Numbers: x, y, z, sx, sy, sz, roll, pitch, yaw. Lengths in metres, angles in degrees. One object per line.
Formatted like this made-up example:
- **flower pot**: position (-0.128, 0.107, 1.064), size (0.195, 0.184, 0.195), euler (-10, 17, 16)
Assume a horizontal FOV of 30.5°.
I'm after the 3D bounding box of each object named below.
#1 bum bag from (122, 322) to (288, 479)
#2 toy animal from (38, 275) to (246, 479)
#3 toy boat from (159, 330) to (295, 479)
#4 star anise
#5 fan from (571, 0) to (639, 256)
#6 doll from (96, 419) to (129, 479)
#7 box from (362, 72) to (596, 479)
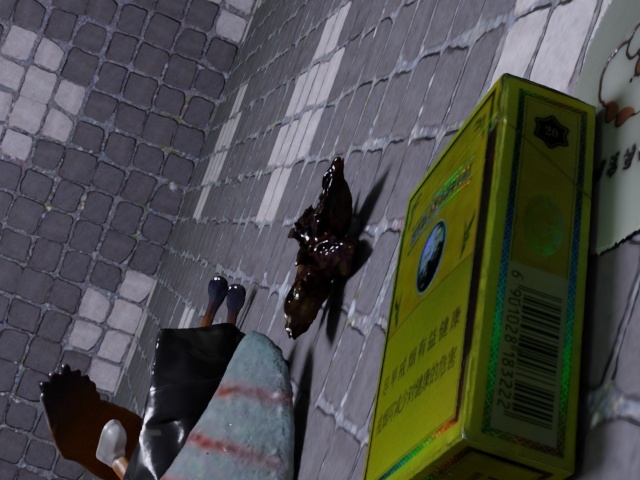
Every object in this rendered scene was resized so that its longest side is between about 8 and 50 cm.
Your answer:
- **bum bag**: position (-0.141, 0.241, 1.141), size (0.095, 0.144, 0.340), euler (-6, 64, 66)
- **toy animal**: position (-0.208, 0.235, 1.524), size (0.284, 0.225, 0.302), euler (-55, -15, -47)
- **toy boat**: position (-0.089, 0.206, 1.039), size (0.206, 0.096, 0.282), euler (6, 55, 40)
- **star anise**: position (0.004, 0.001, 1.099), size (0.157, 0.054, 0.212), euler (121, 167, -45)
- **fan**: position (0.185, -0.148, 0.615), size (0.191, 0.009, 0.329), euler (139, 147, -73)
- **doll**: position (-0.198, 0.326, 1.301), size (0.217, 0.085, 0.183), euler (52, 133, 41)
- **box**: position (0.085, 0.038, 0.634), size (0.141, 0.064, 0.220), euler (124, 163, -56)
